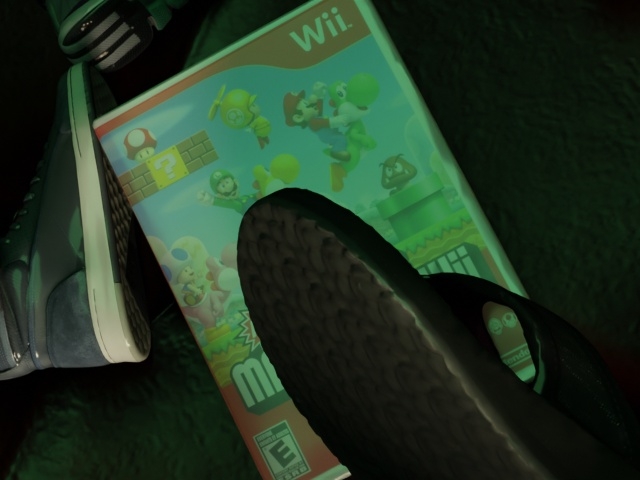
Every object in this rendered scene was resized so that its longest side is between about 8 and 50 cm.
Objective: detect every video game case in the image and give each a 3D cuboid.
[{"bbox_3d":[0.000,0.000,0.901,0.204,0.025,0.285,-28,80,6],"label":"video game case"}]

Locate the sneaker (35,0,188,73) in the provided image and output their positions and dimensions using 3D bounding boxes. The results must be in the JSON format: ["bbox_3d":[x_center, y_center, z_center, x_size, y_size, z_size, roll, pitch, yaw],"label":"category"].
[{"bbox_3d":[-0.115,-0.225,1.035,0.223,0.083,0.098,-36,52,-2],"label":"sneaker"}]

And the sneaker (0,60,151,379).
[{"bbox_3d":[-0.213,-0.012,0.981,0.163,0.086,0.226,-12,68,11],"label":"sneaker"}]

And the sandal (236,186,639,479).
[{"bbox_3d":[0.128,0.130,0.791,0.446,0.168,0.107,43,52,14],"label":"sandal"}]
